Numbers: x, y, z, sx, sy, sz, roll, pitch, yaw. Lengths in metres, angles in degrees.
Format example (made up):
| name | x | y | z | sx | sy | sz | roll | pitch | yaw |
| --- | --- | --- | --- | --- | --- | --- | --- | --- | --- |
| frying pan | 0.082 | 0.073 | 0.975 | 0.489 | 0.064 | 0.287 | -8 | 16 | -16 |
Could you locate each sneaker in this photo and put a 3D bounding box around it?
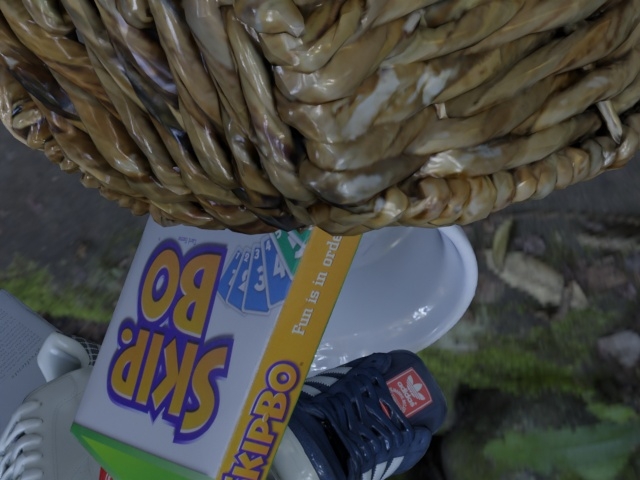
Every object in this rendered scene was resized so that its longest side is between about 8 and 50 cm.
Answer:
| name | x | y | z | sx | sy | sz | roll | pitch | yaw |
| --- | --- | --- | --- | --- | --- | --- | --- | --- | --- |
| sneaker | -0.142 | 0.141 | 0.845 | 0.095 | 0.235 | 0.090 | 37 | 115 | -14 |
| sneaker | 0.031 | 0.154 | 1.310 | 0.148 | 0.350 | 0.131 | -28 | 87 | 4 |

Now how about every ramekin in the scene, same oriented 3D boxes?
| name | x | y | z | sx | sy | sz | roll | pitch | yaw |
| --- | --- | --- | --- | --- | --- | --- | --- | --- | --- |
| ramekin | 0.000 | 0.000 | 1.427 | 0.277 | 0.135 | 0.277 | -4 | 142 | -3 |

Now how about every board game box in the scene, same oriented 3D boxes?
| name | x | y | z | sx | sy | sz | roll | pitch | yaw |
| --- | --- | --- | --- | --- | --- | --- | --- | --- | --- |
| board game box | -0.042 | 0.019 | 0.688 | 0.039 | 0.124 | 0.259 | 11 | 104 | -37 |

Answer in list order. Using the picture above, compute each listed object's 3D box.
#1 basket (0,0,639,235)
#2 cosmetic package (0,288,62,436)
| name | x | y | z | sx | sy | sz | roll | pitch | yaw |
| --- | --- | --- | --- | --- | --- | --- | --- | --- | --- |
| basket | 0.012 | -0.129 | 0.521 | 0.223 | 0.299 | 0.213 | 1 | 121 | 48 |
| cosmetic package | -0.164 | 0.182 | 1.104 | 0.138 | 0.225 | 0.224 | -48 | 128 | -15 |
